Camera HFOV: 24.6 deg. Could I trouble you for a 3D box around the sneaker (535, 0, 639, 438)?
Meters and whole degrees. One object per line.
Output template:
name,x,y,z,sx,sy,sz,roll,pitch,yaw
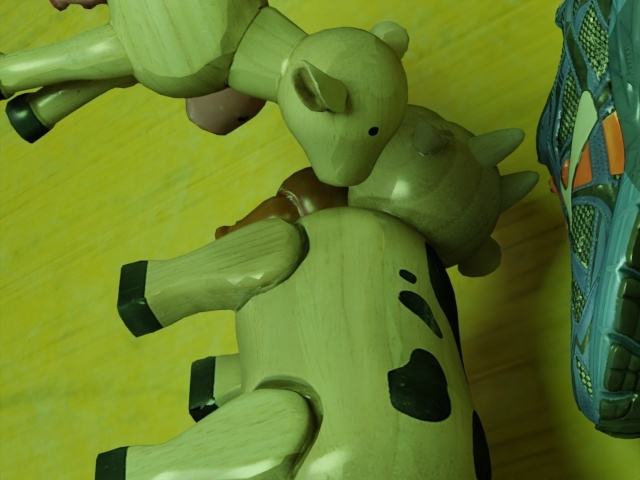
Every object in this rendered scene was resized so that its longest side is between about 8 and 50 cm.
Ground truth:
sneaker,0.135,-0.024,0.624,0.087,0.083,0.221,-17,60,57

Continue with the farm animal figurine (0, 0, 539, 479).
farm animal figurine,0.000,0.000,0.592,0.172,0.330,0.327,-18,60,16
